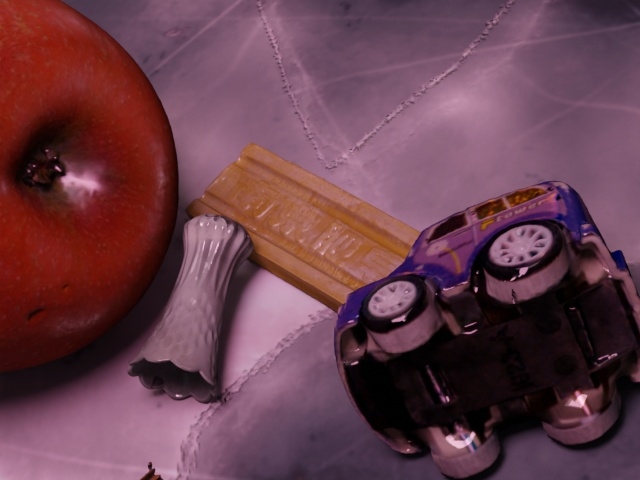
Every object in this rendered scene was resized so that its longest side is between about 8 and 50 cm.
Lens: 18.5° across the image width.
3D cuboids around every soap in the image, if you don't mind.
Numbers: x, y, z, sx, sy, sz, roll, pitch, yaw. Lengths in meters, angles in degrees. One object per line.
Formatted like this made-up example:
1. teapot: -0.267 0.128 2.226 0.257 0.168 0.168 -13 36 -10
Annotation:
1. soap: 0.000 -0.001 1.692 0.252 0.037 0.092 29 70 37

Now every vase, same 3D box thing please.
1. vase: -0.104 0.052 1.649 0.081 0.081 0.149 4 63 25

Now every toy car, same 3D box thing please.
1. toy car: 0.129 0.059 1.517 0.235 0.172 0.158 -19 32 11

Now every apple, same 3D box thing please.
1. apple: -0.293 -0.055 1.652 0.277 0.348 0.348 4 53 49

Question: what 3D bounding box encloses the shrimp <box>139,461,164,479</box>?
1. shrimp: -0.218 0.255 1.572 0.223 0.047 0.126 -43 42 -10
